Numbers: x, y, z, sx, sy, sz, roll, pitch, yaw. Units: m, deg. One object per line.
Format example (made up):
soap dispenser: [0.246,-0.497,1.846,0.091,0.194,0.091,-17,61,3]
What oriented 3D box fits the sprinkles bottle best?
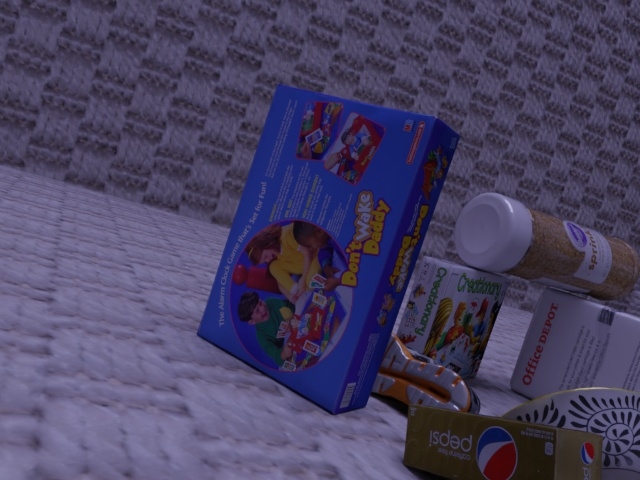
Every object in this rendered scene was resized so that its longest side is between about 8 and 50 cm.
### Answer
sprinkles bottle: [0.390,0.018,1.017,0.355,0.121,0.121,14,6,-32]

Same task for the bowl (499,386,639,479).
bowl: [0.252,0.219,0.577,0.170,0.170,0.080,17,41,-18]

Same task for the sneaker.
sneaker: [0.118,0.182,0.800,0.083,0.084,0.215,32,-3,-43]

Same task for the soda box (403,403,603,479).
soda box: [0.154,0.190,0.541,0.058,0.061,0.181,15,-15,-28]

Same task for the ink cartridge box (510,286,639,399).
ink cartridge box: [0.494,0.218,1.022,0.273,0.198,0.115,22,6,40]

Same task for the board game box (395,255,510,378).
board game box: [0.214,0.134,0.973,0.053,0.193,0.305,21,5,32]

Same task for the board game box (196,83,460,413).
board game box: [0.000,0.000,0.749,0.233,0.347,0.078,22,5,33]
